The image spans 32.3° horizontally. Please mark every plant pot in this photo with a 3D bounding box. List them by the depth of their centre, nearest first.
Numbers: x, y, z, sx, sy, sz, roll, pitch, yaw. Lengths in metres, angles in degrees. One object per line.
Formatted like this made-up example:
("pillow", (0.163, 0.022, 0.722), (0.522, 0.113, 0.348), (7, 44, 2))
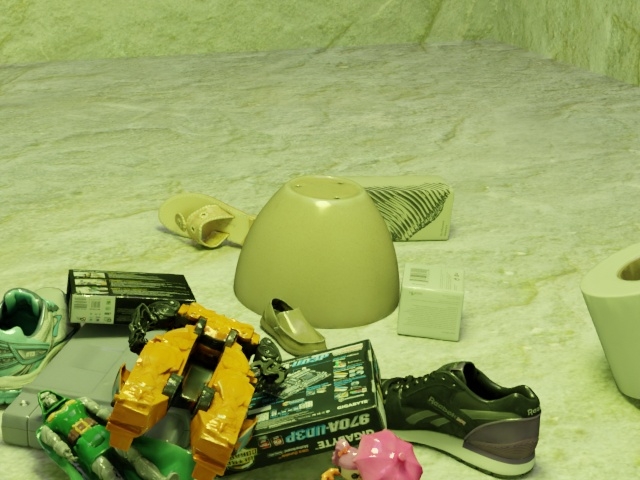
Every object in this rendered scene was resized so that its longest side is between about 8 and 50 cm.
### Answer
("plant pot", (0.000, 0.000, 1.847), (0.284, 0.191, 0.284), (4, 22, -2))

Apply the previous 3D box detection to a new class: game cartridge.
("game cartridge", (-0.252, 0.184, 1.514), (0.230, 0.068, 0.355), (4, 21, 10))

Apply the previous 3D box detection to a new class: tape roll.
("tape roll", (0.520, 0.102, 1.607), (0.246, 0.169, 0.246), (-21, 11, 4))

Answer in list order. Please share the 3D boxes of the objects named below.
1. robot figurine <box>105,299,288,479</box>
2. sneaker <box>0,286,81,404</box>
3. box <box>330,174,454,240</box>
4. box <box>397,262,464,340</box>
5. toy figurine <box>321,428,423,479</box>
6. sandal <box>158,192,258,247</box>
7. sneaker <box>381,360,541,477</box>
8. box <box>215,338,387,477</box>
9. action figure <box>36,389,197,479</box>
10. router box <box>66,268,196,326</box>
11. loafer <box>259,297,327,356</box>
("robot figurine", (-0.152, 0.167, 1.338), (0.211, 0.085, 0.291), (23, 20, -2))
("sneaker", (-0.403, 0.116, 1.560), (0.110, 0.122, 0.283), (4, 21, -1))
("box", (0.111, -0.062, 2.135), (0.275, 0.113, 0.094), (-3, 24, -15))
("box", (0.178, 0.098, 1.776), (0.102, 0.087, 0.101), (7, 22, 5))
("toy figurine", (0.050, 0.276, 1.205), (0.173, 0.159, 0.130), (20, 26, 35))
("sandal", (-0.194, -0.026, 2.008), (0.240, 0.088, 0.079), (14, 17, 10))
("sneaker", (0.155, 0.203, 1.457), (0.283, 0.124, 0.107), (14, 23, 22))
("box", (-0.031, 0.210, 1.406), (0.220, 0.051, 0.175), (-15, 22, 5))
("action figure", (-0.259, 0.241, 1.290), (0.232, 0.063, 0.137), (29, 53, 34))
("router box", (-0.280, 0.083, 1.625), (0.179, 0.046, 0.133), (4, 14, -16))
("loafer", (-0.044, 0.132, 1.692), (0.056, 0.050, 0.148), (-13, 28, -38))
